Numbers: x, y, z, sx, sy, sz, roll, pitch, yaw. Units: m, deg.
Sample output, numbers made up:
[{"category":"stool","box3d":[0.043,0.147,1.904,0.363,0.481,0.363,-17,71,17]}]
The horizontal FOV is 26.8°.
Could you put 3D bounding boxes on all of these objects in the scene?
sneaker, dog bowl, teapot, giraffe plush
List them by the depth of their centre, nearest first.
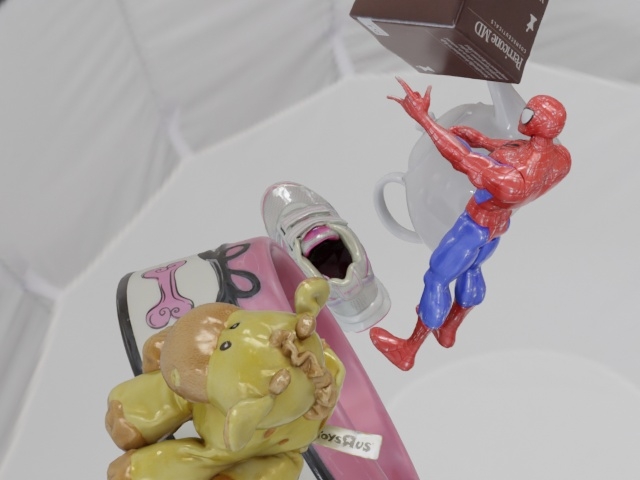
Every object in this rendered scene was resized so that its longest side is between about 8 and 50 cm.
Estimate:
[{"category":"giraffe plush","box3d":[-0.055,0.110,0.962,0.170,0.210,0.181,93,174,-61]},{"category":"dog bowl","box3d":[-0.031,0.175,1.332,0.150,0.408,0.408,-31,-17,4]},{"category":"sneaker","box3d":[0.000,0.000,1.770,0.103,0.252,0.111,-36,-33,-8]},{"category":"teapot","box3d":[0.201,-0.100,1.872,0.256,0.187,0.252,-45,-5,-2]}]

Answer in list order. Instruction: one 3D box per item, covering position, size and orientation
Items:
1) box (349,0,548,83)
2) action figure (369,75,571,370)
[{"category":"box","box3d":[0.174,-0.324,1.661,0.168,0.167,0.203,28,-101,-48]},{"category":"action figure","box3d":[0.098,-0.033,1.051,0.091,0.139,0.280,-26,-23,-39]}]
